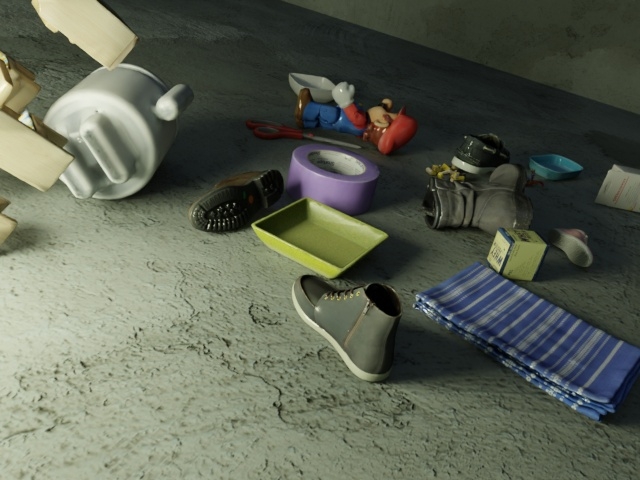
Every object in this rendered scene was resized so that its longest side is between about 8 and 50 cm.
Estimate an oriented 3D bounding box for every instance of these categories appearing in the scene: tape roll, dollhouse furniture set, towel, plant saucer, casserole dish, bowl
[{"bbox_3d":[0.025,-0.132,1.317,0.189,0.080,0.189,12,28,-6],"label":"tape roll"},{"bbox_3d":[-0.509,-0.255,0.909,0.256,0.394,0.362,39,6,-45],"label":"dollhouse furniture set"},{"bbox_3d":[0.347,0.143,1.013,0.336,0.040,0.243,32,32,30],"label":"towel"},{"bbox_3d":[0.000,0.000,1.104,0.188,0.045,0.188,26,30,21],"label":"plant saucer"},{"bbox_3d":[0.685,-0.212,1.807,0.188,0.037,0.114,-10,36,-38],"label":"casserole dish"},{"bbox_3d":[-0.026,-0.475,1.939,0.142,0.053,0.142,0,30,-23],"label":"bowl"}]

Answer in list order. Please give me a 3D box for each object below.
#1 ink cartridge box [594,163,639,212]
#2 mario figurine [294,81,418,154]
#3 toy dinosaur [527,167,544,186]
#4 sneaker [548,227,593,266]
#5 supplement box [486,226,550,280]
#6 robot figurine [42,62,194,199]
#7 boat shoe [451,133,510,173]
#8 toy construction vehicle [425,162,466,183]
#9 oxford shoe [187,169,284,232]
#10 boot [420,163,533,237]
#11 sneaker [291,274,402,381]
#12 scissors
[{"bbox_3d":[0.833,-0.141,1.673,0.181,0.104,0.061,11,28,-7],"label":"ink cartridge box"},{"bbox_3d":[0.103,-0.342,1.641,0.320,0.170,0.198,14,26,3],"label":"mario figurine"},{"bbox_3d":[0.554,-0.162,1.656,0.090,0.047,0.082,34,51,14],"label":"toy dinosaur"},{"bbox_3d":[0.559,0.011,1.332,0.070,0.051,0.134,-1,27,-17],"label":"sneaker"},{"bbox_3d":[0.378,0.026,1.187,0.083,0.083,0.056,5,28,-13],"label":"supplement box"},{"bbox_3d":[-0.378,-0.207,1.143,0.300,0.200,0.353,-17,28,11],"label":"robot figurine"},{"bbox_3d":[0.458,-0.243,1.678,0.114,0.091,0.302,32,26,21],"label":"boat shoe"},{"bbox_3d":[0.327,-0.177,1.582,0.098,0.035,0.086,1,31,-24],"label":"toy construction vehicle"},{"bbox_3d":[-0.170,-0.071,1.142,0.096,0.083,0.227,5,22,34],"label":"oxford shoe"},{"bbox_3d":[0.346,-0.112,1.401,0.222,0.118,0.338,11,24,6],"label":"boot"},{"bbox_3d":[0.042,0.086,0.890,0.083,0.118,0.222,-9,36,-36],"label":"sneaker"},{"bbox_3d":[-0.044,-0.280,1.612,0.297,0.021,0.109,3,29,-17],"label":"scissors"}]
